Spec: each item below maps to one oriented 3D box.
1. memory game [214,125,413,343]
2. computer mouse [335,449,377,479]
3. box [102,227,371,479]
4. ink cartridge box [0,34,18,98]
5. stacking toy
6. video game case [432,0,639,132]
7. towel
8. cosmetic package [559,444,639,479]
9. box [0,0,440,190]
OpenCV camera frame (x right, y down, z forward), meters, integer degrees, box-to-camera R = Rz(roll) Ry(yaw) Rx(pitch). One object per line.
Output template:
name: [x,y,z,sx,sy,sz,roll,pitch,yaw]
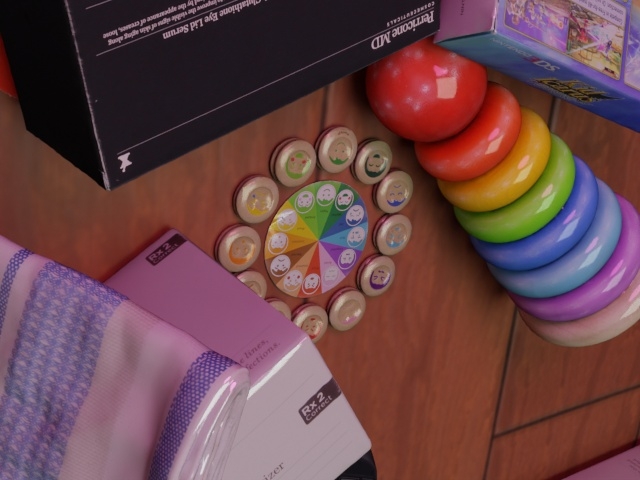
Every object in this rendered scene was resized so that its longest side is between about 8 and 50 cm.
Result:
memory game: [0.000,0.000,0.776,0.186,0.012,0.186,-17,120,-31]
computer mouse: [-0.018,0.272,0.881,0.071,0.041,0.242,16,108,-32]
box: [-0.100,0.115,0.642,0.181,0.182,0.119,-40,130,-15]
ink cartridge box: [-0.176,-0.186,0.530,0.232,0.066,0.189,30,91,-37]
stacking toy: [0.149,-0.052,0.802,0.141,0.141,0.330,-51,124,-6]
video game case: [0.206,-0.227,0.741,0.269,0.061,0.244,13,81,-39]
towel: [-0.179,0.104,0.522,0.034,0.285,0.209,-2,113,-64]
cosmetic package: [0.333,0.367,1.106,0.365,0.155,0.197,-14,121,-33]
box: [-0.052,-0.172,0.566,0.261,0.103,0.184,-30,132,-30]
